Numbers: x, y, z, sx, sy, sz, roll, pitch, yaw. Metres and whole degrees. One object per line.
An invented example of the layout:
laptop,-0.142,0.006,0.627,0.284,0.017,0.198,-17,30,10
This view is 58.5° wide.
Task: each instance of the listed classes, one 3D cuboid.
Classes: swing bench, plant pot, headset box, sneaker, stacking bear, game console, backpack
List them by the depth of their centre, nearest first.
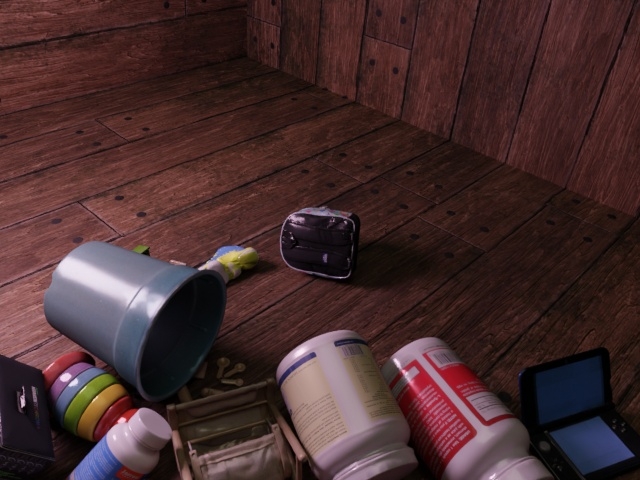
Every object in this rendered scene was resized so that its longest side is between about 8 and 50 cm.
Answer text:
headset box,-0.698,0.411,1.177,0.283,0.131,0.246,-39,48,4
swing bench,-0.188,0.469,1.270,0.254,0.165,0.254,-10,33,-19
stacking bear,-0.506,0.399,1.331,0.289,0.164,0.175,29,64,14
game console,0.658,0.433,1.409,0.293,0.173,0.250,-10,38,-19
plant pot,-0.469,0.172,1.422,0.334,0.340,0.341,21,38,17
sneaker,-0.326,0.083,1.871,0.240,0.091,0.126,-21,25,-31
backpack,0.000,0.000,1.896,0.254,0.224,0.191,6,13,9

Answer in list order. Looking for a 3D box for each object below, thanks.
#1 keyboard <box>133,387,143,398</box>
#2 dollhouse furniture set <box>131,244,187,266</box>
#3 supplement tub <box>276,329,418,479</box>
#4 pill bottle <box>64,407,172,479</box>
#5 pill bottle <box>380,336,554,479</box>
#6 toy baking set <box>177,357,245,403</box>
keyboard,-0.449,0.347,1.523,0.108,0.023,0.180,9,34,-5
dollhouse furniture set,-0.525,0.168,1.632,0.198,0.151,0.301,12,36,23
supplement tub,0.057,0.396,1.296,0.236,0.235,0.324,-12,55,-22
pill bottle,-0.417,0.461,1.188,0.221,0.124,0.124,-49,50,1
pill bottle,0.322,0.435,1.317,0.229,0.228,0.407,-14,40,-25
toy baking set,-0.270,0.387,1.479,0.197,0.030,0.256,-11,39,-22
